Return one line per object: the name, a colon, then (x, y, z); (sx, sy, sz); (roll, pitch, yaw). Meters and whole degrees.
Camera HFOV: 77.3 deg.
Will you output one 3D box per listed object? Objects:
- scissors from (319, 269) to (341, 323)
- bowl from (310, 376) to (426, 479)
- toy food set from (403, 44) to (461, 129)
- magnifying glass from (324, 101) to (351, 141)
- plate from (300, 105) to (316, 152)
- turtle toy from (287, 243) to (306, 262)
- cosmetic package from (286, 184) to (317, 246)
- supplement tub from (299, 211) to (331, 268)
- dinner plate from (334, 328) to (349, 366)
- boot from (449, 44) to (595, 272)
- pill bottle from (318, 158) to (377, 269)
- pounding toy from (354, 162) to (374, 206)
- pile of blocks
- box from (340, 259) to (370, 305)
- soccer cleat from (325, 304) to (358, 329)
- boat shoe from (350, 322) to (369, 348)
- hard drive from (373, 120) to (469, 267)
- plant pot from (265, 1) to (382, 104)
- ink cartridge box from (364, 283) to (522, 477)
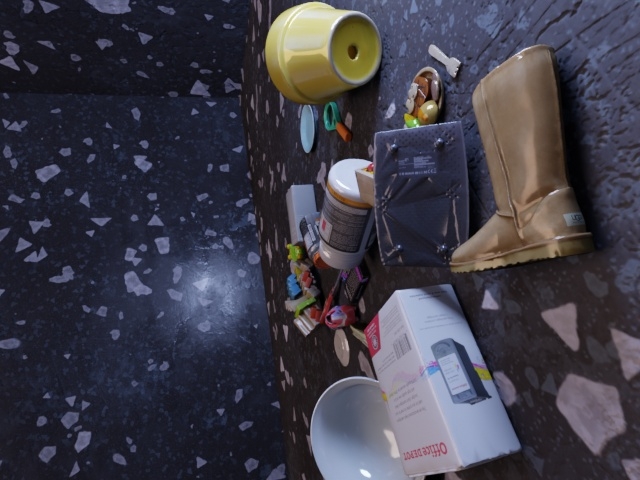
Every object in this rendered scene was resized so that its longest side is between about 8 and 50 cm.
scissors: (0.043, 0.194, 1.434); (0.297, 0.021, 0.108); (110, -179, -49)
bowl: (0.134, 0.478, 0.984); (0.298, 0.134, 0.297); (-4, 82, 30)
toy food set: (0.203, -0.281, 0.804); (0.132, 0.039, 0.191); (-112, 24, -43)
magnifying glass: (0.052, -0.378, 1.294); (0.230, 0.026, 0.092); (-117, 27, -49)
plate: (-0.045, -0.443, 1.590); (0.188, 0.024, 0.187); (175, 90, -74)
turtle toy: (-0.099, 0.063, 1.834); (0.095, 0.066, 0.130); (-2, 95, 49)
cosmetic package: (-0.075, -0.101, 1.657); (0.127, 0.107, 0.237); (150, 117, -71)
supplement tub: (0.000, 0.000, 1.412); (0.116, 0.117, 0.190); (103, 154, -46)
dinner plate: (0.073, 0.387, 1.457); (0.141, 0.017, 0.141); (173, 90, -73)
boot: (0.266, -0.095, 0.591); (0.236, 0.089, 0.269); (-26, 70, 61)
pill bottle: (0.080, -0.061, 1.062); (0.278, 0.162, 0.162); (103, 156, -44)
pounding toy: (0.157, -0.146, 0.866); (0.130, 0.141, 0.100); (-134, 26, -64)
pile of blocks: (-0.072, 0.208, 1.651); (0.112, 0.149, 0.361); (104, 155, -48)
box: (0.106, 0.113, 1.251); (0.162, 0.029, 0.116); (107, 153, -48)
soccer cleat: (0.048, 0.264, 1.365); (0.248, 0.095, 0.082); (137, 126, -68)
boat shoe: (0.130, 0.282, 1.177); (0.153, 0.056, 0.048); (-164, 74, -64)
hard drive: (0.187, -0.079, 0.741); (0.172, 0.054, 0.254); (-1, 98, 28)
plant pot: (0.020, -0.481, 1.036); (0.239, 0.254, 0.253); (29, 123, 53)
ink cartridge box: (0.211, 0.271, 0.782); (0.226, 0.131, 0.305); (112, 147, -55)
